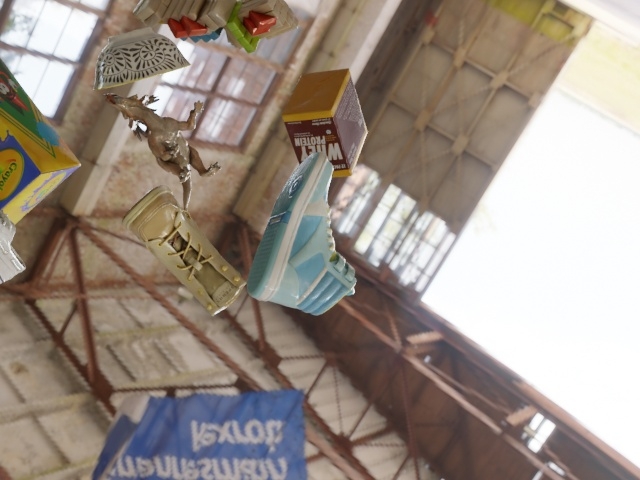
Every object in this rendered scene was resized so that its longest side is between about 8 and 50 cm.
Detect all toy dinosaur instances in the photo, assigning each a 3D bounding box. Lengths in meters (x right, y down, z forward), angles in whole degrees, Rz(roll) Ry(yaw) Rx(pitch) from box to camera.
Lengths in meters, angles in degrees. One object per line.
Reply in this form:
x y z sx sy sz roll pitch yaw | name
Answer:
-0.346 -0.216 1.992 0.200 0.296 0.127 16 -134 39 | toy dinosaur

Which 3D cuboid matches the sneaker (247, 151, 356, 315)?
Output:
0.000 0.000 1.784 0.208 0.319 0.127 26 172 -19 | sneaker

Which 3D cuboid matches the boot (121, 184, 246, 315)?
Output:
-0.217 0.023 1.464 0.203 0.095 0.262 47 171 8 | boot

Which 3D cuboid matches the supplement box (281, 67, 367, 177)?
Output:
0.015 -0.287 2.204 0.129 0.194 0.191 -3 -140 21 | supplement box

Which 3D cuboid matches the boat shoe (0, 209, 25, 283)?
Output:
-0.590 -0.020 1.592 0.084 0.258 0.095 -25 -119 -20 | boat shoe

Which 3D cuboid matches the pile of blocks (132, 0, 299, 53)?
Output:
-0.235 -0.454 1.907 0.362 0.149 0.112 5 -130 14 | pile of blocks

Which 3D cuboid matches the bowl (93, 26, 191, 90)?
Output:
-0.312 -0.313 1.510 0.170 0.080 0.170 -14 -166 4 | bowl

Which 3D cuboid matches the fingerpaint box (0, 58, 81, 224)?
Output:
-0.788 -0.159 1.849 0.371 0.445 0.163 53 -161 0 | fingerpaint box
